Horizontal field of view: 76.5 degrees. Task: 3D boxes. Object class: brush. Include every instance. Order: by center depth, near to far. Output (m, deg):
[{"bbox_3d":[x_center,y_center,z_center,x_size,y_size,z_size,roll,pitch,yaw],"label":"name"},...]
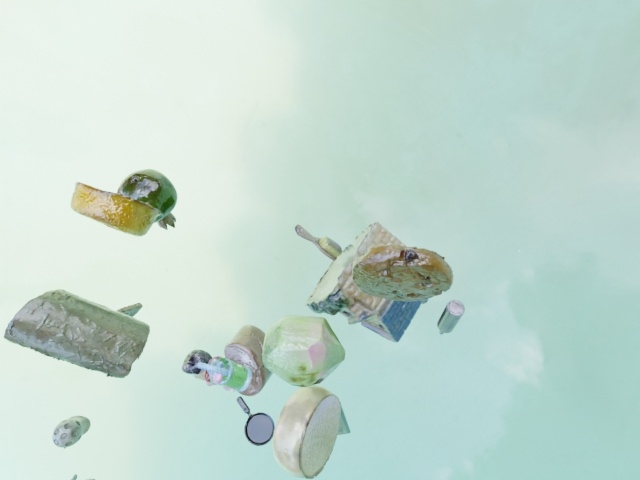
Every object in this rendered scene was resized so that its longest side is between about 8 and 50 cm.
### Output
[{"bbox_3d":[0.001,-0.002,1.650,0.067,0.313,0.072,-30,54,20],"label":"brush"}]

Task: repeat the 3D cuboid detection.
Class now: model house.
[{"bbox_3d":[0.214,0.228,1.697,0.400,0.445,0.395,35,64,-5],"label":"model house"}]

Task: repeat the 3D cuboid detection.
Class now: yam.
[{"bbox_3d":[-0.629,0.244,1.079,0.304,0.168,0.168,30,106,-21],"label":"yam"}]

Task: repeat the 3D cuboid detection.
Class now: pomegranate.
[{"bbox_3d":[-0.553,-0.123,1.337,0.187,0.225,0.187,-9,49,11],"label":"pomegranate"}]

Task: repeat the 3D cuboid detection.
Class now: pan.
[{"bbox_3d":[-0.298,0.795,1.808,0.136,0.028,0.235,-35,78,-12],"label":"pan"}]

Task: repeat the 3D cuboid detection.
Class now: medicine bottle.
[{"bbox_3d":[0.417,0.264,1.330,0.057,0.199,0.058,0,54,0],"label":"medicine bottle"}]

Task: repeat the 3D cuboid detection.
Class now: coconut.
[{"bbox_3d":[-0.045,0.313,1.151,0.236,0.204,0.236,1,113,3],"label":"coconut"}]

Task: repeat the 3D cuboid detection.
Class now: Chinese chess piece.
[{"bbox_3d":[-0.036,0.598,1.282,0.112,0.270,0.270,9,93,30],"label":"Chinese chess piece"}]

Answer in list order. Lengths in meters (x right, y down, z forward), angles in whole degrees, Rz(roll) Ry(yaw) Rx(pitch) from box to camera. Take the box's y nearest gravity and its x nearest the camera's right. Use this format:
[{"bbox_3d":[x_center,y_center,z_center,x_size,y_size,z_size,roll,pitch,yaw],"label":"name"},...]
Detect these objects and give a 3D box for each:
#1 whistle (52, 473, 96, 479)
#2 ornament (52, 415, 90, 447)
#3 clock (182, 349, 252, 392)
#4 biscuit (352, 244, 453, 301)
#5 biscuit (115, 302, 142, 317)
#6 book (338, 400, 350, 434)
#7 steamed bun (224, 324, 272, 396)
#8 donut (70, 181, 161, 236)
[{"bbox_3d":[-0.921,0.932,1.470,0.133,0.346,0.142,-36,77,-14],"label":"whistle"},{"bbox_3d":[-0.707,0.542,1.151,0.074,0.156,0.081,16,72,-16],"label":"ornament"},{"bbox_3d":[-0.353,0.438,1.369,0.194,0.195,0.100,-18,48,50],"label":"clock"},{"bbox_3d":[0.221,0.103,1.119,0.296,0.296,0.075,-4,61,26],"label":"biscuit"},{"bbox_3d":[-0.726,0.308,1.406,0.026,0.131,0.237,45,100,8],"label":"biscuit"},{"bbox_3d":[-0.004,0.696,1.558,0.214,0.283,0.025,-9,44,4],"label":"book"},{"bbox_3d":[-0.319,0.579,1.987,0.199,0.251,0.301,-8,104,28],"label":"steamed bun"},{"bbox_3d":[-0.470,-0.064,0.924,0.190,0.174,0.075,19,81,-10],"label":"donut"}]
